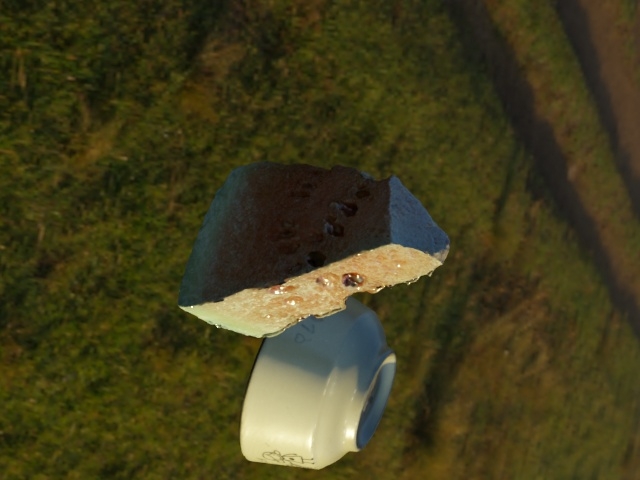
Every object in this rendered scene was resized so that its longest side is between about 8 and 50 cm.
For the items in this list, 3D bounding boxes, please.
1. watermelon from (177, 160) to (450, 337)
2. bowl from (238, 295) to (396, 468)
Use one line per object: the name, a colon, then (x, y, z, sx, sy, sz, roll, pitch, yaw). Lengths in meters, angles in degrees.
watermelon: (0.000, 0.000, 0.942, 0.094, 0.241, 0.154, 31, 61, -45)
bowl: (0.009, 0.169, 1.253, 0.238, 0.126, 0.238, -55, 156, -40)
